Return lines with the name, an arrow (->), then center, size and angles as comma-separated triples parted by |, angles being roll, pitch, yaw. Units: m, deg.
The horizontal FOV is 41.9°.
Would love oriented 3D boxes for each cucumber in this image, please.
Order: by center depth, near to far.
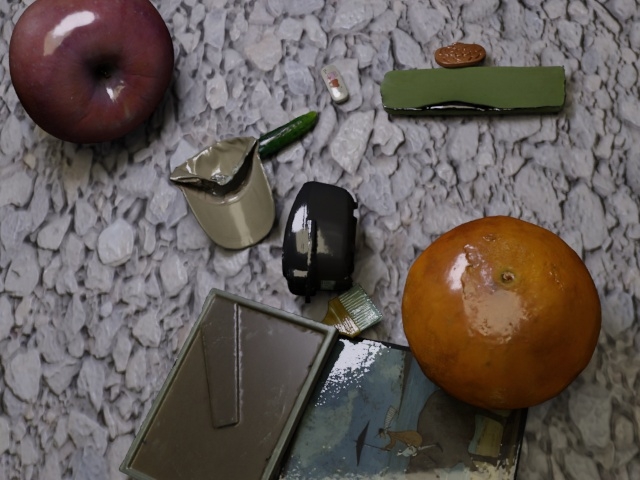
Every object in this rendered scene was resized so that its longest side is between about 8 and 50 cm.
cucumber -> -0.075, -0.186, 1.514 | 0.168, 0.039, 0.039 | -31, 64, -4

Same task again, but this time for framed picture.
framed picture -> 0.128, 0.286, 1.264 | 0.347, 0.016, 0.264 | 10, 64, 17
framed picture -> -0.144, 0.254, 1.323 | 0.247, 0.022, 0.335 | 16, 69, 26

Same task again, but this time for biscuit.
biscuit -> 0.266, -0.261, 1.473 | 0.323, 0.038, 0.099 | 0, 64, 13
biscuit -> 0.250, -0.338, 1.505 | 0.091, 0.015, 0.078 | -7, 41, 3

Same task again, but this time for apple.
apple -> -0.420, -0.329, 1.521 | 0.306, 0.305, 0.235 | -43, 41, -8

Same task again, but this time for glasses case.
glasses case -> 0.026, -0.290, 1.545 | 0.032, 0.021, 0.083 | -24, 64, 3

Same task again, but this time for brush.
brush -> -0.009, 0.154, 1.350 | 0.218, 0.010, 0.082 | -33, 55, 0

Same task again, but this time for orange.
orange -> 0.260, 0.102, 1.208 | 0.284, 0.226, 0.283 | -4, 64, 9

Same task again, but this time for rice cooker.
rice cooker -> -0.001, 0.001, 1.361 | 0.119, 0.142, 0.203 | 5, 66, 2

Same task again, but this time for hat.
hat -> -0.159, -0.081, 1.482 | 0.166, 0.144, 0.173 | -21, 108, 2
